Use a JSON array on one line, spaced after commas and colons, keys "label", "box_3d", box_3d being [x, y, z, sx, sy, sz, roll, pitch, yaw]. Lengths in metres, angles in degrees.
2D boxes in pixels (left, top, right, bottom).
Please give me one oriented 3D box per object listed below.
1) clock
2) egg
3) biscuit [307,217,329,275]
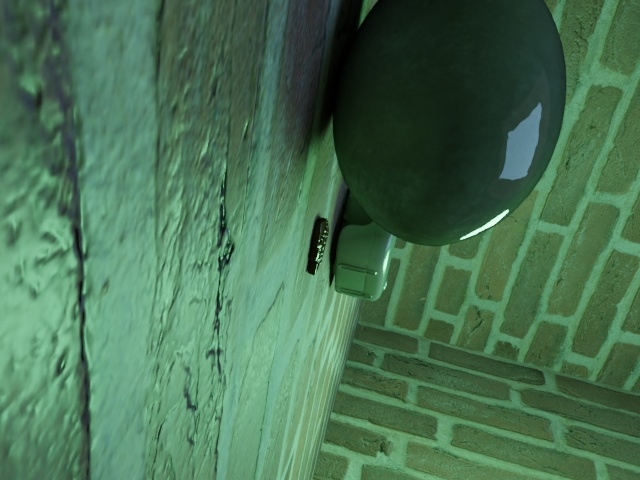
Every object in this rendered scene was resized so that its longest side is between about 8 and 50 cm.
[{"label": "clock", "box_3d": [0.109, -0.060, 1.225, 0.265, 0.109, 0.324, 87, 17, -63]}, {"label": "egg", "box_3d": [0.144, -0.160, 0.702, 0.258, 0.258, 0.352, 93, 14, -57]}, {"label": "biscuit", "box_3d": [0.000, 0.000, 0.847, 0.092, 0.016, 0.082, 97, 10, -55]}]
